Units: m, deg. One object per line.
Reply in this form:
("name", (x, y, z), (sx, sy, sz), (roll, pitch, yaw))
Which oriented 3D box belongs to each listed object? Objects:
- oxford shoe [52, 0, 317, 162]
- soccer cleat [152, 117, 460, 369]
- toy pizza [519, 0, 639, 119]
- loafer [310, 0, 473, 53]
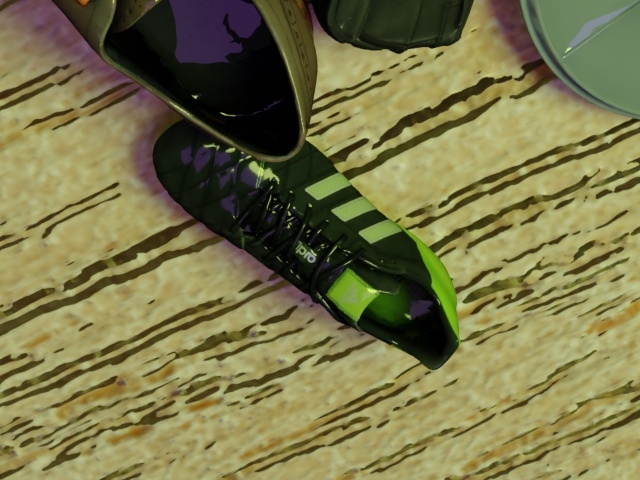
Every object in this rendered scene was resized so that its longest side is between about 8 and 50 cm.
("oxford shoe", (-0.086, -0.137, 0.623), (0.097, 0.098, 0.271), (-39, 122, 13))
("soccer cleat", (0.000, 0.000, 0.745), (0.179, 0.072, 0.060), (32, 111, -27))
("toy pizza", (0.181, -0.144, 0.712), (0.201, 0.032, 0.201), (-8, 127, -11))
("loafer", (0.057, -0.177, 0.647), (0.078, 0.076, 0.223), (4, 126, -20))
